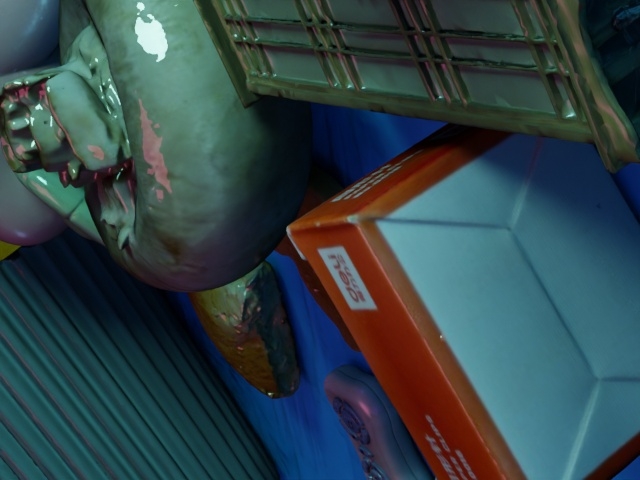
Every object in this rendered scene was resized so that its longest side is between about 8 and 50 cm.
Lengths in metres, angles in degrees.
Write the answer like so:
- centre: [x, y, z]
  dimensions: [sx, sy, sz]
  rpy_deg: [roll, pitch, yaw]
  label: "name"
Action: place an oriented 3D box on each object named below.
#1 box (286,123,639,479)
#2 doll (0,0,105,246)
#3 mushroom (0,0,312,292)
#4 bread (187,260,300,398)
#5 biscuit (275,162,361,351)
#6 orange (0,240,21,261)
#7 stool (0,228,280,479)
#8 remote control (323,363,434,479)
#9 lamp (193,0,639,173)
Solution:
- centre: [0.089, 0.034, 0.786]
  dimensions: [0.182, 0.133, 0.099]
  rpy_deg: [58, 162, -9]
  label: "box"
- centre: [-0.221, -0.106, 1.261]
  dimensions: [0.268, 0.216, 0.284]
  rpy_deg: [40, -171, -34]
  label: "doll"
- centre: [-0.100, -0.077, 0.962]
  dimensions: [0.226, 0.178, 0.226]
  rpy_deg: [161, 90, -77]
  label: "mushroom"
- centre: [-0.077, 0.046, 1.309]
  dimensions: [0.136, 0.054, 0.154]
  rpy_deg: [45, 155, 36]
  label: "bread"
- centre: [0.001, -0.004, 1.085]
  dimensions: [0.184, 0.027, 0.133]
  rpy_deg: [51, 157, 8]
  label: "biscuit"
- centre: [-0.378, 0.114, 1.802]
  dimensions: [0.261, 0.261, 0.261]
  rpy_deg: [46, 158, 25]
  label: "orange"
- centre: [-0.232, 0.176, 1.531]
  dimensions: [0.330, 0.297, 0.297]
  rpy_deg: [54, 160, -5]
  label: "stool"
- centre: [0.044, 0.150, 1.216]
  dimensions: [0.074, 0.032, 0.122]
  rpy_deg: [18, 139, 59]
  label: "remote control"
- centre: [0.052, -0.105, 0.725]
  dimensions: [0.325, 0.089, 0.090]
  rpy_deg: [17, 136, 59]
  label: "lamp"
